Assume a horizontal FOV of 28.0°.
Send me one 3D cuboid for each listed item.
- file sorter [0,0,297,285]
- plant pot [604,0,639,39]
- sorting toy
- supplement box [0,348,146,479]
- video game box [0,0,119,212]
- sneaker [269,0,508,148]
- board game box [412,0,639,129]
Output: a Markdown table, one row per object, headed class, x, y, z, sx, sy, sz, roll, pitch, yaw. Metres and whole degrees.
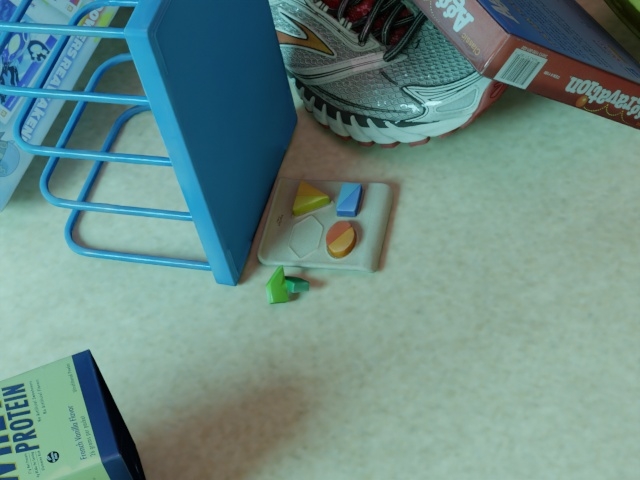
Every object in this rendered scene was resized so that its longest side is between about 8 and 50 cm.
| class | x | y | z | sx | sy | sz | roll | pitch | yaw |
| --- | --- | --- | --- | --- | --- | --- | --- | --- | --- |
| file sorter | -0.088 | -0.080 | 0.623 | 0.104 | 0.170 | 0.118 | 6 | 53 | 17 |
| plant pot | 0.199 | -0.153 | 0.680 | 0.095 | 0.134 | 0.134 | -42 | 54 | 7 |
| sorting toy | 0.000 | 0.000 | 0.645 | 0.062 | 0.012 | 0.083 | 6 | 52 | 12 |
| supplement box | -0.119 | 0.102 | 0.534 | 0.083 | 0.083 | 0.056 | -20 | 51 | -7 |
| video game box | -0.194 | -0.147 | 0.650 | 0.048 | 0.187 | 0.205 | 7 | 66 | 55 |
| sneaker | 0.001 | -0.125 | 0.694 | 0.225 | 0.093 | 0.088 | 29 | 61 | 26 |
| board game box | 0.064 | -0.167 | 0.703 | 0.145 | 0.027 | 0.281 | 11 | 34 | -44 |
